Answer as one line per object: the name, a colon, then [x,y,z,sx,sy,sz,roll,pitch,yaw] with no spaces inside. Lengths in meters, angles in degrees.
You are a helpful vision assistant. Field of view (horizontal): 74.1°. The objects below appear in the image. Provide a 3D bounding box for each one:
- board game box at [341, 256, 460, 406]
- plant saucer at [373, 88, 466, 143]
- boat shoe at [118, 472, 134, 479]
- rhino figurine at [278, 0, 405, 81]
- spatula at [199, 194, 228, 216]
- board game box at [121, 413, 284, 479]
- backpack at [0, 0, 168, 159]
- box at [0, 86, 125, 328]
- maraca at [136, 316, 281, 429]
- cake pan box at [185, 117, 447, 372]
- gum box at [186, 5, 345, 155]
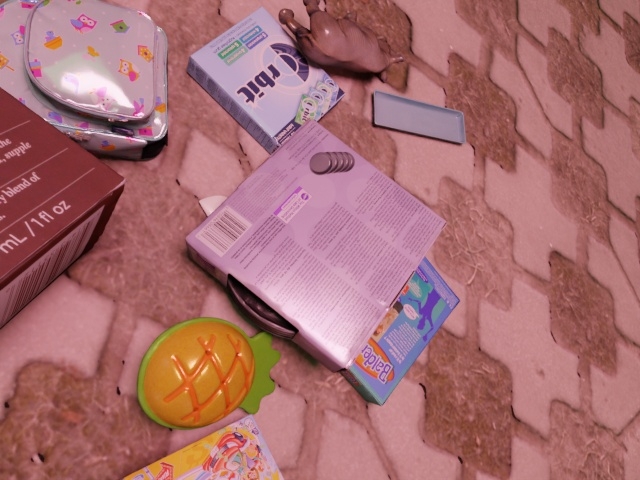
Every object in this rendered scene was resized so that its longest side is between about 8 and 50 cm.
board game box: [0.092,0.104,0.622,0.210,0.047,0.160,-44,101,-25]
plant saucer: [0.177,-0.217,0.760,0.192,0.018,0.067,6,75,-21]
boat shoe: [-0.106,0.342,0.463,0.285,0.089,0.104,31,68,-13]
rhino figurine: [0.054,-0.317,0.691,0.244,0.073,0.106,-5,59,-43]
spatula: [-0.039,0.009,0.613,0.168,0.019,0.241,-32,91,-27]
board game box: [-0.117,0.267,0.450,0.154,0.026,0.103,-10,58,-46]
backpack: [-0.278,-0.188,0.494,0.189,0.144,0.165,0,83,-20]
box: [-0.390,-0.087,0.342,0.382,0.143,0.191,37,37,-13]
maraca: [-0.123,0.156,0.502,0.186,0.099,0.127,17,83,-43]
cake pan box: [0.000,0.000,0.558,0.246,0.070,0.266,36,65,5]
gum box: [-0.077,-0.240,0.644,0.184,0.041,0.157,45,64,-8]
